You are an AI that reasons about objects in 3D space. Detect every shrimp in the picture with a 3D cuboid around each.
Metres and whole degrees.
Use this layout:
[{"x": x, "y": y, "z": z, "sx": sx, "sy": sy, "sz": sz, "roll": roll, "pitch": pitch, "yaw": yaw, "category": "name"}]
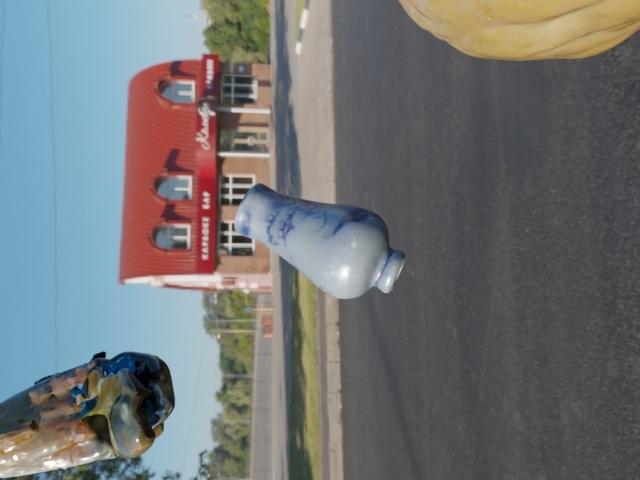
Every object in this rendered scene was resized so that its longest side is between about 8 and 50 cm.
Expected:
[{"x": -0.332, "y": 0.207, "z": 0.606, "sx": 0.221, "sy": 0.446, "sz": 0.109, "roll": 8, "pitch": -117, "yaw": -62, "category": "shrimp"}]

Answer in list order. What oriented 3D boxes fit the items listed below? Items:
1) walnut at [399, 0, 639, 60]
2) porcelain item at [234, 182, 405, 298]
[{"x": 0.159, "y": -0.262, "z": 0.367, "sx": 0.285, "sy": 0.285, "sz": 0.296, "roll": 101, "pitch": -166, "yaw": -54, "category": "walnut"}, {"x": 0.000, "y": 0.000, "z": 0.868, "sx": 0.141, "sy": 0.259, "sz": 0.141, "roll": 23, "pitch": -90, "yaw": -79, "category": "porcelain item"}]
